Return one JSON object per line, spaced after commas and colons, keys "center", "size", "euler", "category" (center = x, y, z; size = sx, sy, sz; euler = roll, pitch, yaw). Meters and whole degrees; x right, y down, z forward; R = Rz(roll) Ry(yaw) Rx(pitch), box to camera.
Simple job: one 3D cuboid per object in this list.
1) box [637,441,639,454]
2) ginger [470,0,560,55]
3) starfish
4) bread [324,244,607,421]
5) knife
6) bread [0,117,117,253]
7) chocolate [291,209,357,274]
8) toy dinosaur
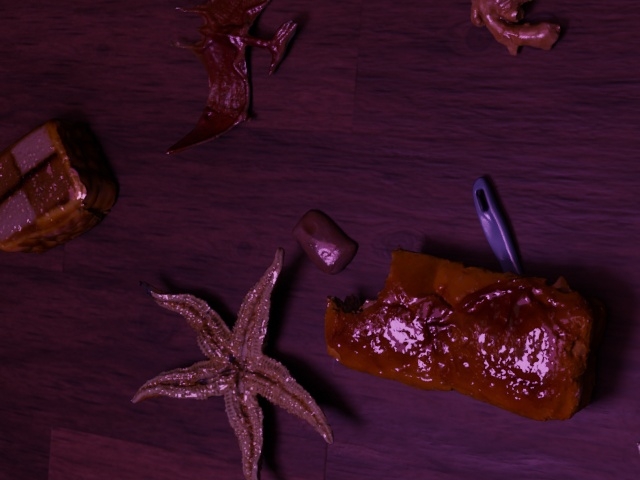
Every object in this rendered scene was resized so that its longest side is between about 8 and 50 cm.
{"center": [0.478, 0.288, 1.455], "size": [0.148, 0.195, 0.177], "euler": [-18, 81, 28], "category": "box"}
{"center": [0.271, -0.342, 1.644], "size": [0.176, 0.052, 0.193], "euler": [-8, 87, 22], "category": "ginger"}
{"center": [-0.130, 0.200, 1.846], "size": [0.347, 0.078, 0.357], "euler": [-8, 87, 27], "category": "starfish"}
{"center": [0.177, 0.111, 1.658], "size": [0.380, 0.109, 0.185], "euler": [11, 101, 31], "category": "bread"}
{"center": [0.255, 0.065, 1.675], "size": [0.044, 0.019, 0.313], "euler": [-24, 80, 30], "category": "knife"}
{"center": [-0.440, -0.080, 2.004], "size": [0.222, 0.096, 0.181], "euler": [-30, 74, 25], "category": "bread"}
{"center": [0.000, 0.000, 1.803], "size": [0.064, 0.031, 0.100], "euler": [-48, 68, 15], "category": "chocolate"}
{"center": [-0.153, -0.289, 1.839], "size": [0.206, 0.113, 0.327], "euler": [44, 111, 21], "category": "toy dinosaur"}
